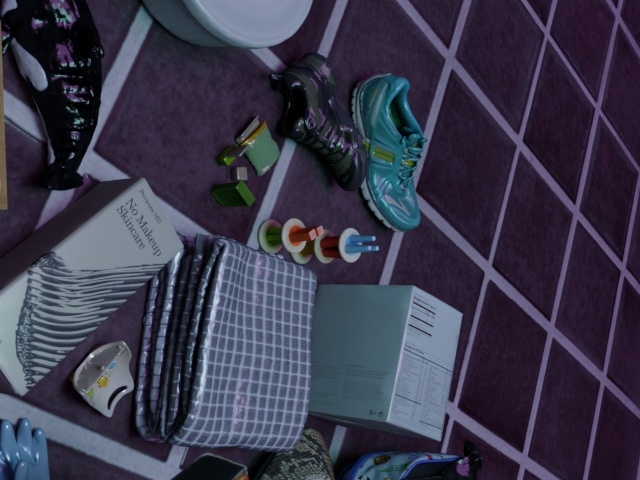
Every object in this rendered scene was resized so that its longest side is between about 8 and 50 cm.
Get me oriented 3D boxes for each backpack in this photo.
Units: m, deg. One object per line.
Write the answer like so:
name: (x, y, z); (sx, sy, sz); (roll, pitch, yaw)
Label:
backpack: (0.125, 0.444, 1.341); (0.263, 0.213, 0.276); (31, 59, -57)

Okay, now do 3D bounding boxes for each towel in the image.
towel: (-0.114, 0.139, 1.158); (0.235, 0.121, 0.284); (18, 75, -47)

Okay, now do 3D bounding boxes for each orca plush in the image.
orca plush: (-0.297, -0.202, 0.983); (0.151, 0.102, 0.287); (8, 82, -48)

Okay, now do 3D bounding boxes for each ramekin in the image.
ramekin: (-0.138, -0.387, 1.153); (0.273, 0.127, 0.273); (2, 87, -48)

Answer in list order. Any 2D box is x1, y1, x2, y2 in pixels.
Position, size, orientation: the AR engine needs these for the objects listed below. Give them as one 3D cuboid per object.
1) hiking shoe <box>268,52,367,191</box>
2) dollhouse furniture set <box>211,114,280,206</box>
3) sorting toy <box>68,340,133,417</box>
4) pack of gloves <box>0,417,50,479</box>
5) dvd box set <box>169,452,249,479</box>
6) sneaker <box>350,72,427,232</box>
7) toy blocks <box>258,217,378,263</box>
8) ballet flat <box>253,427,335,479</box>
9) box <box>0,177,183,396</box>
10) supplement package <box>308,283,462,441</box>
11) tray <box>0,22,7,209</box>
hiking shoe: (-0.010, -0.170, 1.333); (0.114, 0.086, 0.227); (-32, 107, -30)
dollhouse furniture set: (-0.095, -0.114, 1.237); (0.152, 0.058, 0.076); (-55, 127, -34)
sorting toy: (-0.262, 0.176, 1.052); (0.083, 0.045, 0.075); (-54, 133, -35)
pack of gloves: (-0.366, 0.317, 0.924); (0.195, 0.046, 0.232); (-10, 95, -49)
dvd box set: (-0.157, 0.459, 0.800); (0.307, 0.062, 0.420); (-30, 122, -51)
sneaker: (0.125, -0.145, 1.447); (0.107, 0.110, 0.275); (-26, 108, -46)
toy blocks: (0.000, 0.000, 1.270); (0.123, 0.148, 0.054); (20, 73, -46)
ballet flat: (-0.073, 0.451, 1.142); (0.483, 0.182, 0.164); (-44, 122, -40)
box: (-0.293, 0.045, 0.982); (0.275, 0.094, 0.113); (-48, 122, -37)
supplement package: (0.088, 0.186, 1.325); (0.149, 0.194, 0.203); (30, 67, -44)
tray: (-0.498, -0.128, 0.779); (0.411, 0.076, 0.203); (-2, 90, -47)
